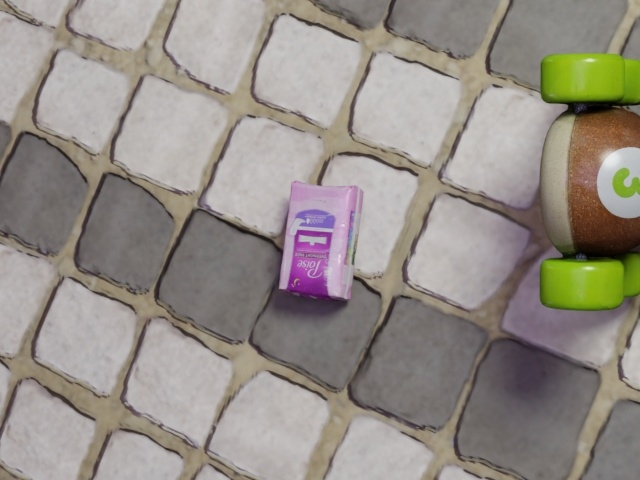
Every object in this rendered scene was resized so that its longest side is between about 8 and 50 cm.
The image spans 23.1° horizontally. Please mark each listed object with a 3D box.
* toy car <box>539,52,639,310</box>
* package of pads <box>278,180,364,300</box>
[{"bbox_3d":[0.238,-0.037,0.969,0.188,0.149,0.155,1,94,21],"label":"toy car"},{"bbox_3d":[0.000,0.000,1.116,0.050,0.032,0.083,5,85,24],"label":"package of pads"}]
